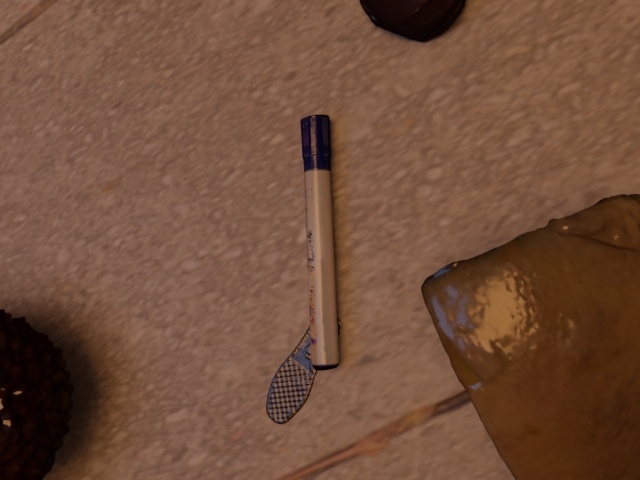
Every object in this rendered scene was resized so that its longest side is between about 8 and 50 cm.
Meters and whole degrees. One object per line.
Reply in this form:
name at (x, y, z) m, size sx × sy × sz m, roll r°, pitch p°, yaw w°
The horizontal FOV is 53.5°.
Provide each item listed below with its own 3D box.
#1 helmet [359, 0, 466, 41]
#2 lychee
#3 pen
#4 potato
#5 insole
helmet at (0.087, -0.265, 0.646) m, size 0.123 × 0.070 × 0.098 m, roll 35°, pitch 97°, yaw 16°
lychee at (-0.415, 0.178, 0.685) m, size 0.268 × 0.267 × 0.267 m, roll -2°, pitch 85°, yaw 18°
pen at (-0.001, 0.000, 0.670) m, size 0.033 × 0.033 × 0.268 m, roll -4°, pitch 84°, yaw 17°
potato at (0.230, 0.111, 0.506) m, size 0.211 × 0.189 × 0.264 m, roll -24°, pitch 79°, yaw 14°
insole at (-0.019, 0.137, 0.682) m, size 0.045 × 0.002 × 0.135 m, roll 32°, pitch 95°, yaw 17°
